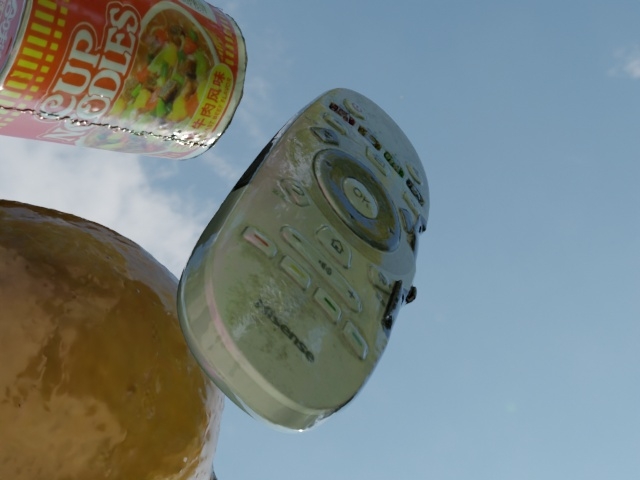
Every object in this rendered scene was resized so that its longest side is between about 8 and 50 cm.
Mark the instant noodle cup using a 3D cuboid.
[{"bbox_3d":[-0.177,-0.145,0.805,0.193,0.212,0.193,-12,-107,42],"label":"instant noodle cup"}]

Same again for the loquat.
[{"bbox_3d":[-0.160,0.084,0.527,0.238,0.238,0.193,13,-112,2],"label":"loquat"}]

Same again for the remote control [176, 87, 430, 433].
[{"bbox_3d":[0.002,-0.001,0.483,0.045,0.256,0.097,-37,-80,31],"label":"remote control"}]
